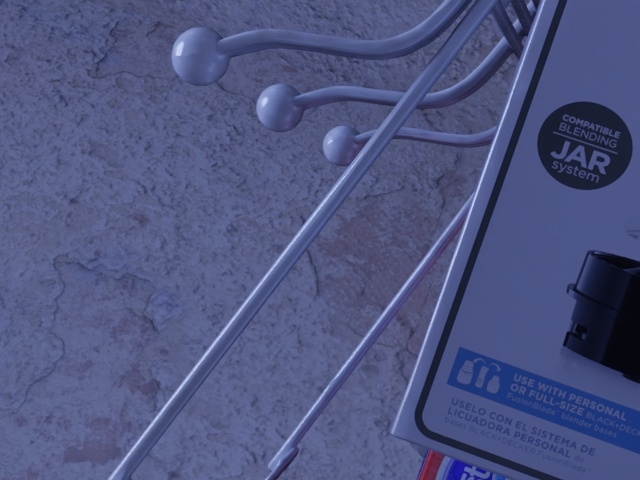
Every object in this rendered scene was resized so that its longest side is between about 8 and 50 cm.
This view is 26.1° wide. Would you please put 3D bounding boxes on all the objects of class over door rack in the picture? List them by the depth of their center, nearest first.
[{"bbox_3d":[0.000,0.000,0.598,0.324,0.108,0.239,-64,-16,2],"label":"over door rack"}]

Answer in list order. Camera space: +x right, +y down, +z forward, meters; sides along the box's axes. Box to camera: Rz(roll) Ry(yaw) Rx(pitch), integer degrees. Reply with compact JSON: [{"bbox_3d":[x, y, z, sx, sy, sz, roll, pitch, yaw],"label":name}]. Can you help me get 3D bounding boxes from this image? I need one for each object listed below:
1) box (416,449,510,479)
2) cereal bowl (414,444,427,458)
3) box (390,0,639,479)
[{"bbox_3d":[0.116,0.104,0.669,0.128,0.122,0.257,-50,-22,-68],"label":"box"},{"bbox_3d":[0.201,0.033,1.021,0.339,0.141,0.339,-56,-21,-34],"label":"cereal bowl"},{"bbox_3d":[0.148,-0.048,0.459,0.087,0.169,0.290,3,-72,-82],"label":"box"}]
